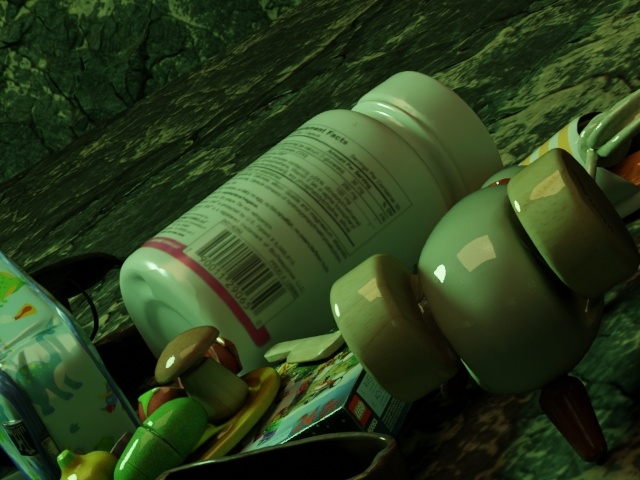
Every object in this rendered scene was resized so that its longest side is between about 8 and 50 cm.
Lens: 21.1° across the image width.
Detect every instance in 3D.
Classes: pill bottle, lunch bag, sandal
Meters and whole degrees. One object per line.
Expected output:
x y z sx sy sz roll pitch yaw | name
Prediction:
0.000 0.000 1.324 0.283 0.160 0.160 -38 16 -24 | pill bottle
-0.215 0.113 1.304 0.090 0.176 0.219 -36 40 -16 | lunch bag
0.219 -0.066 1.260 0.265 0.076 0.102 -26 16 23 | sandal

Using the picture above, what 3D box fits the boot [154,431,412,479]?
-0.009 0.173 0.701 0.248 0.207 0.090 -17 21 43 | boot

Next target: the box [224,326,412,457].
-0.033 0.132 1.129 0.233 0.044 0.159 -34 13 30 | box

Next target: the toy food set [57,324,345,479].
-0.099 0.110 1.122 0.218 0.071 0.128 -43 11 -16 | toy food set

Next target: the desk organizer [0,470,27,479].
-0.258 0.228 1.323 0.047 0.050 0.130 27 35 34 | desk organizer

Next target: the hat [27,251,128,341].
-0.298 0.124 1.578 0.331 0.134 0.331 -23 -2 -1 | hat

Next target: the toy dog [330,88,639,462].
0.139 0.035 1.045 0.220 0.161 0.333 -31 0 36 | toy dog
